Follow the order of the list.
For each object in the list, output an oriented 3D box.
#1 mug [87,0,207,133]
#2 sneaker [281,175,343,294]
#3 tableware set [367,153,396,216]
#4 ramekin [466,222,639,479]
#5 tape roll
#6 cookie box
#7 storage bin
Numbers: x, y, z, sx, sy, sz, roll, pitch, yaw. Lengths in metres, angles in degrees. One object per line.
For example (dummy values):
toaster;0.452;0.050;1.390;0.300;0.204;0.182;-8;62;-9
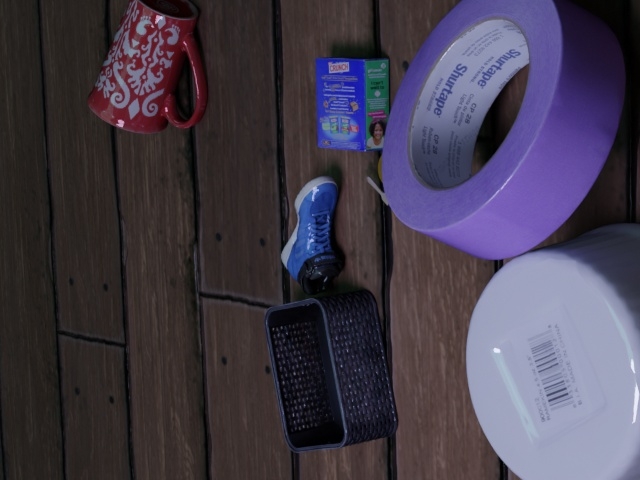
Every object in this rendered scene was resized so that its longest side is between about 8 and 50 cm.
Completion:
mug;-0.213;-0.237;2.394;0.113;0.150;0.169;-91;21;-61
sneaker;0.001;0.000;2.179;0.084;0.058;0.152;56;139;37
tableware set;0.117;-0.089;2.055;0.104;0.024;0.154;52;131;28
ramekin;0.272;0.126;1.807;0.277;0.135;0.277;11;105;49
tape roll;0.180;-0.123;1.825;0.275;0.090;0.275;-38;40;41
cookie box;0.038;-0.161;2.122;0.092;0.040;0.107;10;104;50
storage bin;0.012;0.157;2.176;0.122;0.084;0.180;-15;84;51
